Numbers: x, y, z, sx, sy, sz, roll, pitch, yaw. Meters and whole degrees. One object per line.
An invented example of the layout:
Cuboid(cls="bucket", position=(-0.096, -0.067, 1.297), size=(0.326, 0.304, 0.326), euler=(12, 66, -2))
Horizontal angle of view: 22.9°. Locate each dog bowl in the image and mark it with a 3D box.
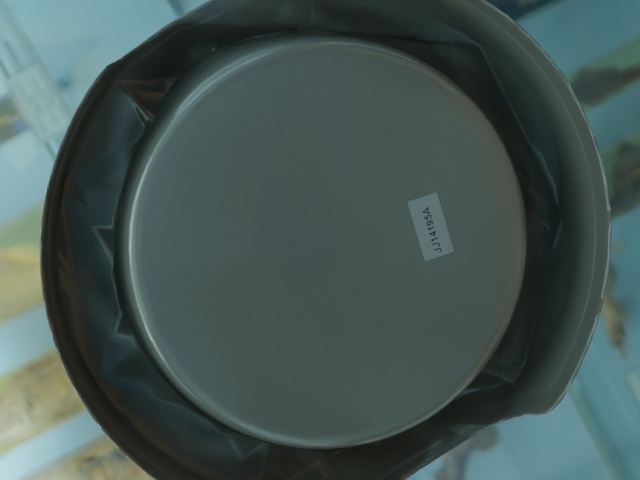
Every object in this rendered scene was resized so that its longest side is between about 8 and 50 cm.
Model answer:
Cuboid(cls="dog bowl", position=(0.000, 0.000, 0.984), size=(0.349, 0.348, 0.102), euler=(61, 172, -11))
